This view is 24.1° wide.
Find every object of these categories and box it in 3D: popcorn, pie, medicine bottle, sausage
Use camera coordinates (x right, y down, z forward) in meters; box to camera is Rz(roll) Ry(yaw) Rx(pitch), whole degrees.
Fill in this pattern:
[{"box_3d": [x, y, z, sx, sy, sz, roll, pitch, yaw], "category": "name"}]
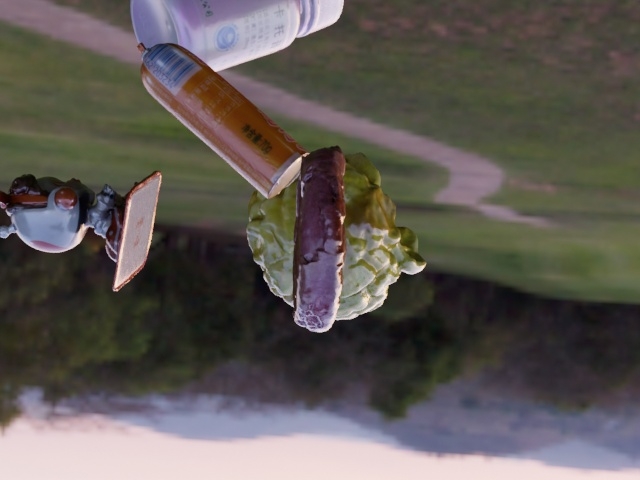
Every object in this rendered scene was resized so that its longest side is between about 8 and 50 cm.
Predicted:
[{"box_3d": [0.015, -0.014, 1.939, 0.216, 0.235, 0.181, -15, 175, -2], "category": "popcorn"}, {"box_3d": [0.000, 0.000, 1.439, 0.049, 0.182, 0.182, 4, 174, -4], "category": "pie"}, {"box_3d": [-0.106, -0.307, 1.951, 0.254, 0.152, 0.152, -22, -173, -27], "category": "medicine bottle"}, {"box_3d": [-0.120, -0.147, 1.688, 0.234, 0.071, 0.071, 42, 180, 9], "category": "sausage"}]

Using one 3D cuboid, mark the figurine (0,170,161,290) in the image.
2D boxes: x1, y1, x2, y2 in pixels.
[{"box_3d": [-0.376, -0.039, 2.231, 0.226, 0.160, 0.183, 12, -166, 6], "category": "figurine"}]
